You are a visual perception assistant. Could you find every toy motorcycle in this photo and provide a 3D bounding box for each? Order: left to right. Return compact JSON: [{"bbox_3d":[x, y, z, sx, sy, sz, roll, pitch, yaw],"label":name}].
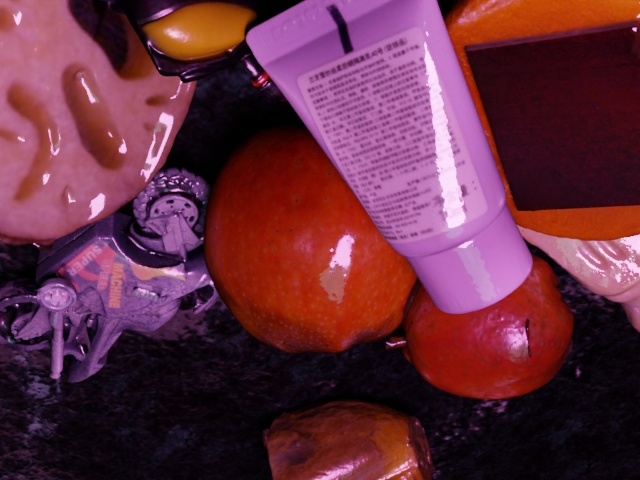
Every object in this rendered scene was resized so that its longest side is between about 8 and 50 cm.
[{"bbox_3d":[-0.208,0.045,0.952,0.307,0.108,0.173,-34,129,19],"label":"toy motorcycle"}]

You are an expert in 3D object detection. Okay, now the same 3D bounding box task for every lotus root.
[{"bbox_3d":[-0.256,-0.176,0.694,0.390,0.111,0.374,31,92,-48],"label":"lotus root"},{"bbox_3d":[0.049,0.294,1.116,0.180,0.199,0.188,-21,134,14],"label":"lotus root"}]

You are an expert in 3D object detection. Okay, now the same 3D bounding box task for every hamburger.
[{"bbox_3d":[0.226,-0.154,0.755,0.291,0.225,0.291,19,141,16],"label":"hamburger"}]

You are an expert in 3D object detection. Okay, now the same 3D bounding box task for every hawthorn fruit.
[{"bbox_3d":[0.169,0.089,0.995,0.202,0.185,0.185,-13,128,6],"label":"hawthorn fruit"}]

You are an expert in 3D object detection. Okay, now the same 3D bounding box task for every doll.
[{"bbox_3d":[-0.080,-0.184,0.739,0.249,0.127,0.088,11,128,-48],"label":"doll"}]

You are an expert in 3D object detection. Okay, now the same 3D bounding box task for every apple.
[{"bbox_3d":[0.000,0.000,0.862,0.230,0.230,0.229,-4,127,-5],"label":"apple"}]

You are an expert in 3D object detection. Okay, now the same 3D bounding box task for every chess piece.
[{"bbox_3d":[0.322,0.000,0.999,0.301,0.137,0.137,34,116,-16],"label":"chess piece"}]

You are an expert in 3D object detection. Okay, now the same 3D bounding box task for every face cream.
[{"bbox_3d":[0.068,-0.073,0.706,0.154,0.096,0.273,-19,113,31],"label":"face cream"}]
